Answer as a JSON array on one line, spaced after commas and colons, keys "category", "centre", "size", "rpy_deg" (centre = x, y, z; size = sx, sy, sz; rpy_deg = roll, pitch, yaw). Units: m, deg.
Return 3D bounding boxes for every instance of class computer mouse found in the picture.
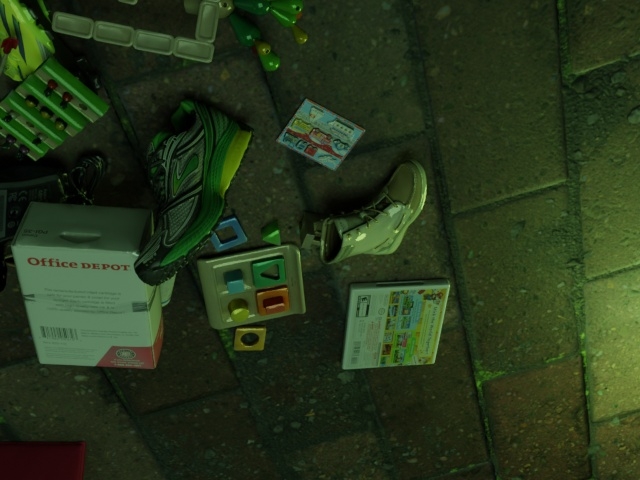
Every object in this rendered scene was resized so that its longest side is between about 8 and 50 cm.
[{"category": "computer mouse", "centre": [-0.496, -0.063, 1.424], "size": [0.272, 0.072, 0.188], "rpy_deg": [-12, 132, -43]}]

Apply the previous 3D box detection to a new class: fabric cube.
[{"category": "fabric cube", "centre": [-0.636, 0.605, 1.832], "size": [0.254, 0.258, 0.259], "rpy_deg": [4, 127, -13]}]

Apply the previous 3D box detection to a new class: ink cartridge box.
[{"category": "ink cartridge box", "centre": [-0.377, 0.080, 1.442], "size": [0.207, 0.117, 0.283], "rpy_deg": [4, 132, -1]}]

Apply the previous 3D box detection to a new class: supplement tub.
[{"category": "supplement tub", "centre": [-0.304, 0.065, 1.598], "size": [0.071, 0.071, 0.107], "rpy_deg": [6, 126, -16]}]

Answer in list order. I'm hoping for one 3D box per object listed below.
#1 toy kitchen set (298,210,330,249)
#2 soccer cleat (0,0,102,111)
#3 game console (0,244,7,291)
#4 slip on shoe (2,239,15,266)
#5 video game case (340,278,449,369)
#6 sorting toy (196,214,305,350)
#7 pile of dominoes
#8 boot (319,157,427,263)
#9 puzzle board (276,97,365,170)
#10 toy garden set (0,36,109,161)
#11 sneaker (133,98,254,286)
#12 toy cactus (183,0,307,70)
[{"category": "toy kitchen set", "centre": [0.000, 0.000, 1.603], "size": [0.083, 0.075, 0.068], "rpy_deg": [13, 125, -15]}, {"category": "soccer cleat", "centre": [-0.441, -0.294, 1.280], "size": [0.121, 0.093, 0.289], "rpy_deg": [-19, 128, 12]}, {"category": "game console", "centre": [-0.661, -0.055, 1.433], "size": [0.213, 0.044, 0.361], "rpy_deg": [0, 124, 2]}, {"category": "slip on shoe", "centre": [-0.505, 0.038, 1.554], "size": [0.135, 0.041, 0.051], "rpy_deg": [21, 121, -25]}, {"category": "video game case", "centre": [0.153, 0.177, 1.804], "size": [0.206, 0.026, 0.227], "rpy_deg": [-2, 127, -9]}, {"category": "sorting toy", "centre": [-0.130, 0.100, 1.673], "size": [0.196, 0.047, 0.347], "rpy_deg": [-9, 129, -5]}, {"category": "pile of dominoes", "centre": [-0.264, -0.379, 1.250], "size": [0.251, 0.040, 0.196], "rpy_deg": [11, 102, -8]}, {"category": "boot", "centre": [0.092, -0.049, 1.549], "size": [0.165, 0.077, 0.213], "rpy_deg": [-10, 138, -36]}, {"category": "puzzle board", "centre": [0.001, -0.182, 1.504], "size": [0.128, 0.011, 0.096], "rpy_deg": [24, 119, -27]}, {"category": "toy garden set", "centre": [-0.462, -0.211, 1.287], "size": [0.204, 0.049, 0.244], "rpy_deg": [41, 144, -25]}, {"category": "sneaker", "centre": [-0.226, -0.078, 1.356], "size": [0.146, 0.343, 0.134], "rpy_deg": [30, 140, -19]}, {"category": "toy cactus", "centre": [-0.113, -0.367, 1.299], "size": [0.180, 0.112, 0.219], "rpy_deg": [3, 132, 10]}]
